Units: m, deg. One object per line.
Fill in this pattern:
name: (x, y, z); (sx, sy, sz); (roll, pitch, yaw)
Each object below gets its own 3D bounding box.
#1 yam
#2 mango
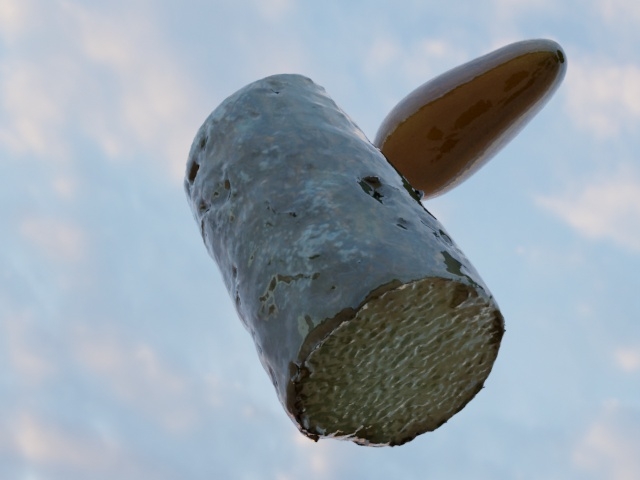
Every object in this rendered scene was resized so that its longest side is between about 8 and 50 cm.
yam: (0.000, 0.000, 0.536); (0.107, 0.194, 0.107); (-14, -48, -17)
mango: (0.119, -0.103, 0.903); (0.184, 0.102, 0.085); (-40, -104, 19)
